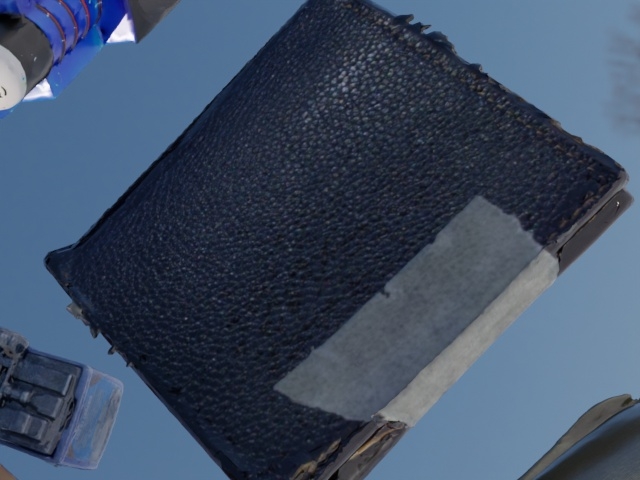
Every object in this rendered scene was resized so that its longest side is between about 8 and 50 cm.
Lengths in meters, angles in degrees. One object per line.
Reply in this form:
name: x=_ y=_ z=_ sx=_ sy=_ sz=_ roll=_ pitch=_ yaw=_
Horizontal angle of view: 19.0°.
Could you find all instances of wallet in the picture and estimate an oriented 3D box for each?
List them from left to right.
wallet: x=0.000 y=0.000 z=0.908 sx=0.221 sy=0.262 sz=0.071 roll=-43 pitch=-53 yaw=-5

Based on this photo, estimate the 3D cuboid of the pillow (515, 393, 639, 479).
pillow: x=0.084 y=0.097 z=0.615 sx=0.217 sy=0.130 sz=0.033 roll=-28 pitch=-76 yaw=-33

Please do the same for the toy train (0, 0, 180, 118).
toy train: x=-0.184 y=-0.147 z=1.235 sx=0.204 sy=0.131 sz=0.082 roll=-57 pitch=-44 yaw=-49

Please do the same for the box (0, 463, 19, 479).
box: x=-0.197 y=0.233 z=1.180 sx=0.070 sy=0.152 sz=0.237 roll=-29 pitch=-55 yaw=-25

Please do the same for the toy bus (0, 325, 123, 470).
toy bus: x=-0.251 y=0.093 z=1.283 sx=0.079 sy=0.237 sz=0.094 roll=-69 pitch=-25 yaw=-14
